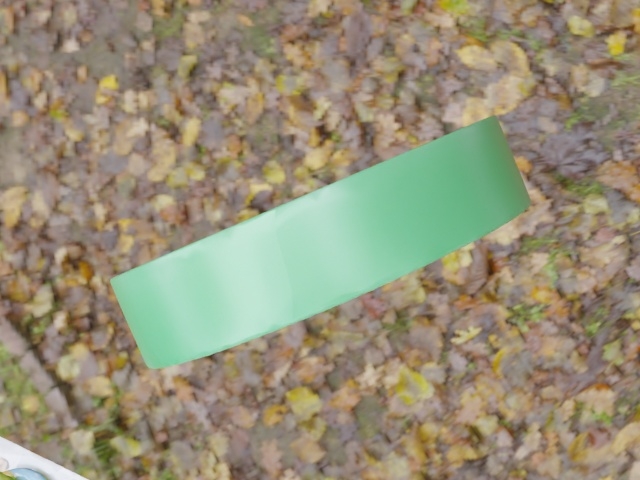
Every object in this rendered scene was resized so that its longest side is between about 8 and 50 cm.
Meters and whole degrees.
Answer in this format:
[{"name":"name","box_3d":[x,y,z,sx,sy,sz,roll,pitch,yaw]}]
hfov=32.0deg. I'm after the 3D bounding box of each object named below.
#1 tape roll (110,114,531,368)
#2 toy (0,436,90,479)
[{"name":"tape roll","box_3d":[0.000,0.000,0.865,0.321,0.321,0.077,-21,93,30]},{"name":"toy","box_3d":[-0.275,0.230,0.898,0.237,0.056,0.137,11,76,43]}]
